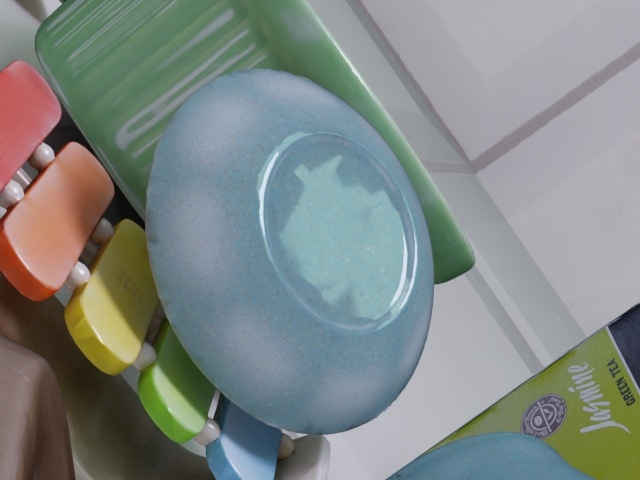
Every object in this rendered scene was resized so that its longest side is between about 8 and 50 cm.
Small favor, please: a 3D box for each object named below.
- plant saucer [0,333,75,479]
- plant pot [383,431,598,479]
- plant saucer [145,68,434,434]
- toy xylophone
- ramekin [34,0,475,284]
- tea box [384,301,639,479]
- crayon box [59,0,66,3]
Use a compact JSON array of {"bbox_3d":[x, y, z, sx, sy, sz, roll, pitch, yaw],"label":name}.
[{"bbox_3d":[-0.085,0.146,0.408,0.278,0.041,0.278,178,-90,-86],"label":"plant saucer"},{"bbox_3d":[0.121,0.242,0.809,0.255,0.272,0.271,46,4,42],"label":"plant pot"},{"bbox_3d":[0.000,0.000,0.830,0.195,0.037,0.195,16,65,-39],"label":"plant saucer"},{"bbox_3d":[-0.120,0.021,0.850,0.323,0.081,0.236,50,14,-20],"label":"toy xylophone"},{"bbox_3d":[-0.048,-0.064,1.046,0.303,0.148,0.303,54,0,0],"label":"ramekin"},{"bbox_3d":[0.252,0.239,1.067,0.220,0.323,0.329,43,18,-36],"label":"tea box"},{"bbox_3d":[-0.255,-0.324,1.131,0.318,0.081,0.202,51,5,-46],"label":"crayon box"}]
